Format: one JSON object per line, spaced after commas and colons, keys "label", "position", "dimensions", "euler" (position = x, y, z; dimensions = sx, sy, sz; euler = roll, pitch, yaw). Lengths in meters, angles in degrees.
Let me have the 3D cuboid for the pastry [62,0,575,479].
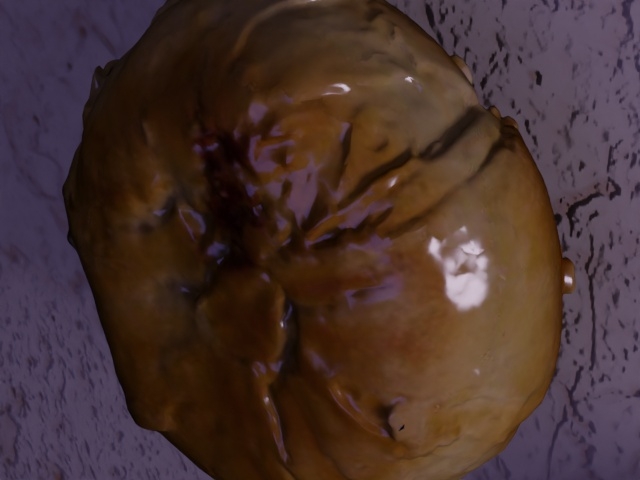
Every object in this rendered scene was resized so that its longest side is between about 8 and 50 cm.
{"label": "pastry", "position": [0.000, 0.000, 1.193], "dimensions": [0.409, 0.245, 0.409], "euler": [18, 121, 33]}
